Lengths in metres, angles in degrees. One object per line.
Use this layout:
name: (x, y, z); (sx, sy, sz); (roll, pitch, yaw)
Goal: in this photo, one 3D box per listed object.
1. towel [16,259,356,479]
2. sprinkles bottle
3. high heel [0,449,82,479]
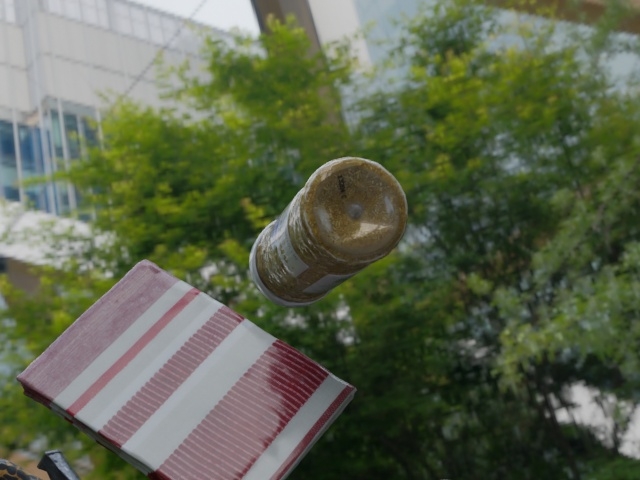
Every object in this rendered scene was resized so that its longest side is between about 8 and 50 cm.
towel: (-0.156, 0.173, 1.286); (0.237, 0.329, 0.037); (-47, -24, -35)
sprinkles bottle: (0.000, 0.000, 1.322); (0.121, 0.121, 0.355); (-6, -10, -14)
high heel: (-0.427, 0.404, 1.573); (0.261, 0.186, 0.093); (-11, -43, -48)
